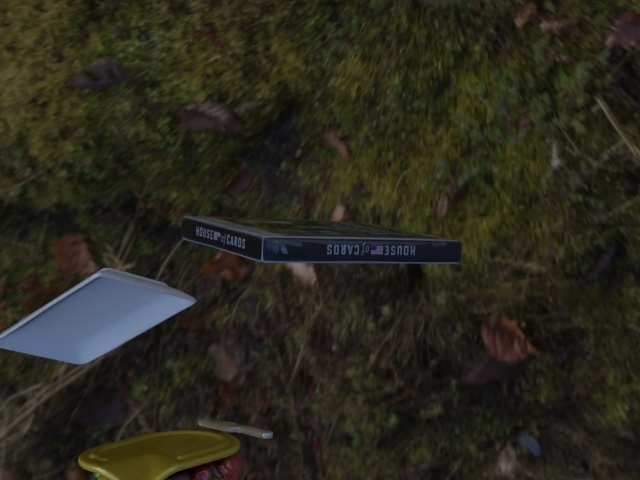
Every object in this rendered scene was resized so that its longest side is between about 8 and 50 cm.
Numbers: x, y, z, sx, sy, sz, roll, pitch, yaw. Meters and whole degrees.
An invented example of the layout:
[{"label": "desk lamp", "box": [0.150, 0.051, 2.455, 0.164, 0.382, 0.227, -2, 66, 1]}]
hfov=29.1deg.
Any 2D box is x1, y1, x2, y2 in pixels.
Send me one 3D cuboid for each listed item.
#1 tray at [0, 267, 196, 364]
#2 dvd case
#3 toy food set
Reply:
[{"label": "tray", "box": [-0.293, 0.094, 1.565, 0.145, 0.030, 0.270, 17, 147, -38]}, {"label": "dvd case", "box": [0.000, 0.000, 1.287, 0.239, 0.179, 0.029, 1, 97, -32]}, {"label": "toy food set", "box": [-0.149, 0.242, 1.270, 0.128, 0.218, 0.071, 2, 95, 39]}]
